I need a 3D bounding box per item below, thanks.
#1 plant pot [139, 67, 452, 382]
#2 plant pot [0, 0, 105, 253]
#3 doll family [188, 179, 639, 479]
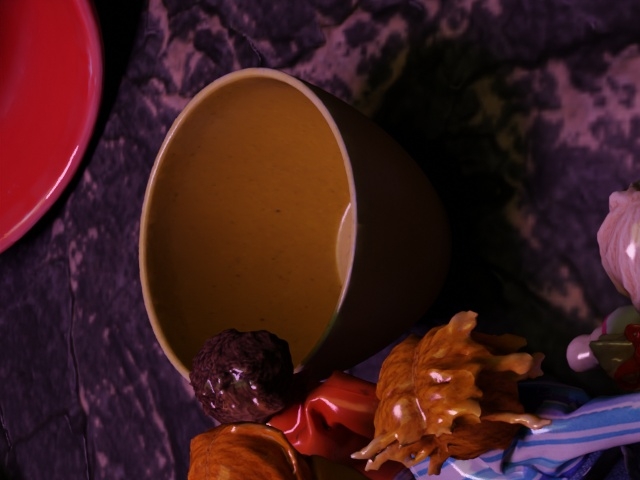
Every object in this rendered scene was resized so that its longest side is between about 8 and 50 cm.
[{"bbox_3d":[0.000,0.000,0.576,0.134,0.095,0.134,-6,82,45],"label":"plant pot"},{"bbox_3d":[-0.288,-0.137,0.796,0.275,0.275,0.243,-61,38,23],"label":"plant pot"},{"bbox_3d":[0.056,0.075,0.428,0.263,0.163,0.118,-22,47,37],"label":"doll family"}]
